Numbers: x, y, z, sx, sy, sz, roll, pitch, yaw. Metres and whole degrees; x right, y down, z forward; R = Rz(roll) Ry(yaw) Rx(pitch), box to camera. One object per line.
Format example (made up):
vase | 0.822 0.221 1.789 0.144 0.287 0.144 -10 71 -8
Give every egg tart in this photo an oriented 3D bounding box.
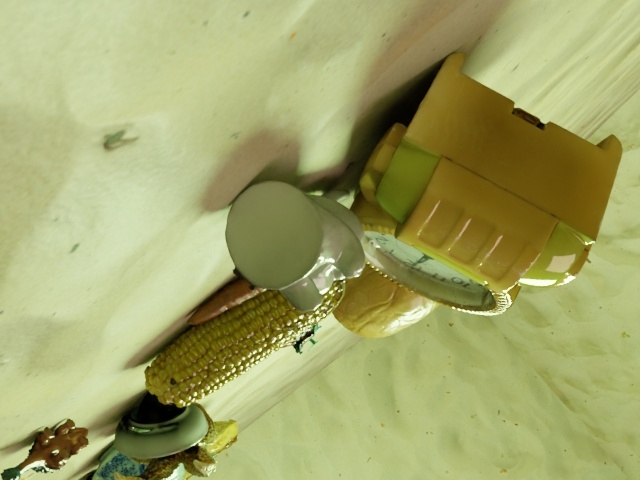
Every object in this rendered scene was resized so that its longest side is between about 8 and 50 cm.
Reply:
egg tart | -0.310 0.476 1.536 0.290 0.115 0.290 -37 170 -8

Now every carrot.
carrot | -0.072 0.044 0.857 0.216 0.048 0.048 -34 168 -2

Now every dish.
dish | -0.244 0.258 1.052 0.141 0.078 0.141 -5 -167 1

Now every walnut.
walnut | 0.108 0.053 1.094 0.193 0.193 0.225 -24 159 -52

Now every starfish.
starfish | -0.234 0.324 1.077 0.238 0.071 0.216 -2 -163 45

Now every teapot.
teapot | -0.306 0.414 1.240 0.232 0.159 0.159 -33 166 -30

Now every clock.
clock | 0.161 -0.029 0.819 0.200 0.244 0.317 -59 178 -18

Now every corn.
corn | -0.093 0.116 0.906 0.293 0.106 0.106 -38 168 -6

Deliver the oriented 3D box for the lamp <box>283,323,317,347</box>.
lamp | -0.048 0.115 1.054 0.107 0.092 0.107 -38 169 -9

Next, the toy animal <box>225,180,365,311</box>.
toy animal | -0.002 0.002 0.721 0.103 0.131 0.221 -57 167 12

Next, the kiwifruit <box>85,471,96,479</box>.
kiwifruit | -0.408 0.469 1.318 0.075 0.075 0.124 -38 172 -6

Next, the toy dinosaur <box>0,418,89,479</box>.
toy dinosaur | -0.325 0.253 0.837 0.055 0.049 0.154 -39 173 14

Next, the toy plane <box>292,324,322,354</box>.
toy plane | -0.036 0.185 1.448 0.096 0.060 0.235 -50 167 -15
